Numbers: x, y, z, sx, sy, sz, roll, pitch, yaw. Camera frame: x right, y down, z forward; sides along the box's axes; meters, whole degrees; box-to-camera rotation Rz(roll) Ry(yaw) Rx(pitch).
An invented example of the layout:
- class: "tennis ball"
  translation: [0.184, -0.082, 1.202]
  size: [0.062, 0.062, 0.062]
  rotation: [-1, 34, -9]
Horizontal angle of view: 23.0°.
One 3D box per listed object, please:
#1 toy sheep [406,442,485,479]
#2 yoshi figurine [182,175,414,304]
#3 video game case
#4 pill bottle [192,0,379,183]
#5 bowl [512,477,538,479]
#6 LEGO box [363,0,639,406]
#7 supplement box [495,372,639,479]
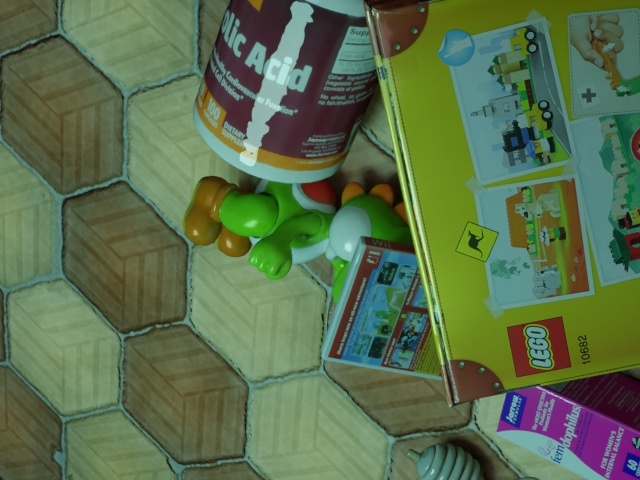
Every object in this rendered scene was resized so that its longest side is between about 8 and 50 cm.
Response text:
- class: "toy sheep"
  translation: [0.183, 0.339, 2.303]
  size: [0.132, 0.091, 0.091]
  rotation: [22, 129, -13]
- class: "yoshi figurine"
  translation: [-0.009, 0.026, 2.227]
  size: [0.362, 0.203, 0.203]
  rotation: [12, 134, 26]
- class: "video game case"
  translation: [0.163, 0.104, 2.141]
  size: [0.285, 0.025, 0.204]
  rotation: [11, 125, -11]
- class: "pill bottle"
  translation: [-0.009, -0.287, 2.038]
  size: [0.224, 0.224, 0.392]
  rotation: [34, 127, 15]
- class: "bowl"
  translation: [0.288, 0.427, 2.299]
  size: [0.142, 0.053, 0.142]
  rotation: [-29, 94, 41]
- class: "LEGO box"
  translation: [0.280, -0.094, 1.861]
  size: [0.372, 0.193, 0.500]
  rotation: [-11, 108, 5]
- class: "supplement box"
  translation: [0.364, 0.241, 2.120]
  size: [0.220, 0.114, 0.111]
  rotation: [25, 125, 24]
